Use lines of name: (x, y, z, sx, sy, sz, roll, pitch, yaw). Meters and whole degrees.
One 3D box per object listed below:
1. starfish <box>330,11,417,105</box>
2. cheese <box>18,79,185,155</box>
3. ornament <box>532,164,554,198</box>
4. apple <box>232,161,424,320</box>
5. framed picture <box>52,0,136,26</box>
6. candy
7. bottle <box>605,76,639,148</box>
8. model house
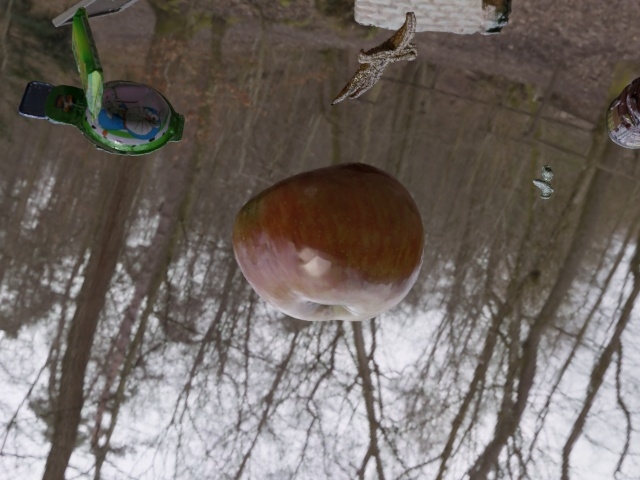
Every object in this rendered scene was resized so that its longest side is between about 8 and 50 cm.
starfish: (0.112, -0.330, 1.332, 0.240, 0.227, 0.043, -23, -102, -53)
cheese: (-0.439, -0.260, 1.486, 0.320, 0.083, 0.204, 11, -125, -13)
ornament: (0.644, -0.164, 2.091, 0.041, 0.092, 0.068, -23, -120, -27)
apple: (0.021, 0.015, 1.193, 0.309, 0.250, 0.277, -18, 173, -5)
framed picture: (-0.403, -0.515, 1.509, 0.016, 0.213, 0.289, 60, -160, -15)
candy: (-0.387, -0.294, 1.217, 0.032, 0.102, 0.178, -8, -123, -22)
bottle: (0.709, -0.277, 1.545, 0.156, 0.143, 0.271, 0, 176, 5)
model house: (0.278, -0.766, 1.673, 0.395, 0.445, 0.400, 8, 163, 11)
